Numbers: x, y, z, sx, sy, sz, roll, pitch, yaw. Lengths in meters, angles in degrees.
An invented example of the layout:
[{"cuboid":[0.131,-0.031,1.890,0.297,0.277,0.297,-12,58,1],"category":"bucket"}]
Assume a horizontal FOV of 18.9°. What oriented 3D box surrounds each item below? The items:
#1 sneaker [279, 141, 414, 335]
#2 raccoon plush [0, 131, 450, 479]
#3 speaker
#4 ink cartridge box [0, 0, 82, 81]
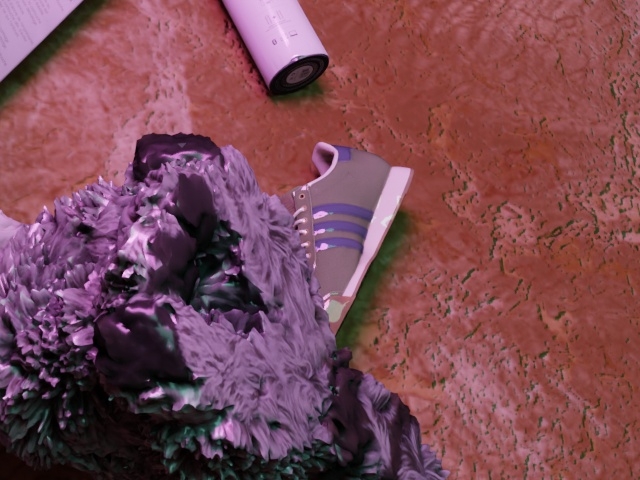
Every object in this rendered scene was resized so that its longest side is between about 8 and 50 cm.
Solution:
[{"cuboid":[0.000,0.000,1.442,0.086,0.064,0.192,26,50,1],"category":"sneaker"},{"cuboid":[-0.135,0.135,1.255,0.446,0.299,0.216,58,29,-23],"category":"raccoon plush"},{"cuboid":[-0.046,-0.188,1.544,0.055,0.055,0.136,-15,66,-33],"category":"speaker"},{"cuboid":[-0.253,-0.221,1.399,0.371,0.069,0.175,-51,128,-38],"category":"ink cartridge box"}]
